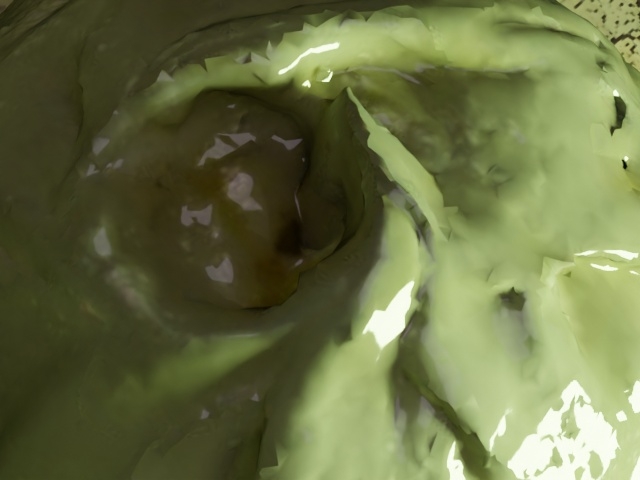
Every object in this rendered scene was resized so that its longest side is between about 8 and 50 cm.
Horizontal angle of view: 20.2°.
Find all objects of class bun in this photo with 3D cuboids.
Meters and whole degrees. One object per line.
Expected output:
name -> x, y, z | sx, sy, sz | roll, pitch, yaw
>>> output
bun -> 0.000, 0.000, 0.719 | 0.365, 0.219, 0.365 | 5, 59, -8
